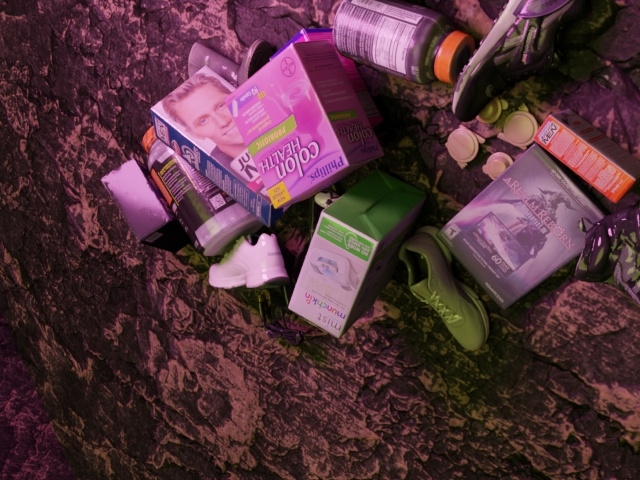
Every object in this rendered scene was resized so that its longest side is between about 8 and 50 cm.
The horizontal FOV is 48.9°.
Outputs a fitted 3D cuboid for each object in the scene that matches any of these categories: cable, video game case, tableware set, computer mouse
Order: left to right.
[{"bbox_3d":[-0.099,0.120,1.704,0.184,0.060,0.262,-3,101,58],"label":"computer mouse"},{"bbox_3d":[0.000,0.000,1.584,0.139,0.072,0.287,4,97,37],"label":"cable"},{"bbox_3d":[0.311,-0.186,1.272,0.141,0.020,0.169,43,127,21],"label":"tableware set"},{"bbox_3d":[0.362,-0.019,1.273,0.196,0.026,0.274,49,131,8],"label":"video game case"}]

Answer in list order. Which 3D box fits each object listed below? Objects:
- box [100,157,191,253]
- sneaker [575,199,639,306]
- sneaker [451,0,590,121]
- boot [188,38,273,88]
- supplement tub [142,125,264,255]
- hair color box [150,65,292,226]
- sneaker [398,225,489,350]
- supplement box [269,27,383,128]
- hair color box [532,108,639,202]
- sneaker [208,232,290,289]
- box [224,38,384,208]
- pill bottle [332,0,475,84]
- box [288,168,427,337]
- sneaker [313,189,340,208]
[{"bbox_3d":[-0.412,-0.080,1.749,0.103,0.261,0.184,-36,81,2],"label":"box"},{"bbox_3d":[0.506,0.072,1.136,0.153,0.101,0.269,-15,92,33],"label":"sneaker"},{"bbox_3d":[0.327,-0.298,1.160,0.124,0.107,0.283,39,123,15],"label":"sneaker"},{"bbox_3d":[-0.210,-0.404,1.602,0.208,0.076,0.190,40,128,30],"label":"boot"},{"bbox_3d":[-0.277,-0.137,1.661,0.193,0.193,0.316,-39,79,41],"label":"supplement tub"},{"bbox_3d":[-0.182,-0.207,1.525,0.347,0.174,0.105,38,155,13],"label":"hair color box"},{"bbox_3d":[0.229,0.106,1.375,0.099,0.121,0.262,-33,83,42],"label":"sneaker"},{"bbox_3d":[0.013,-0.302,1.416,0.111,0.114,0.220,-29,85,41],"label":"supplement box"},{"bbox_3d":[0.437,-0.139,1.134,0.167,0.093,0.053,45,128,19],"label":"hair color box"},{"bbox_3d":[-0.169,0.052,1.651,0.297,0.111,0.129,-9,84,51],"label":"sneaker"},{"bbox_3d":[-0.035,-0.217,1.334,0.213,0.117,0.243,-26,89,42],"label":"box"},{"bbox_3d":[0.153,-0.360,1.268,0.245,0.130,0.130,29,122,29],"label":"pill bottle"},{"bbox_3d":[0.078,0.021,1.366,0.126,0.262,0.231,29,124,14],"label":"box"},{"bbox_3d":[0.035,-0.077,1.496,0.109,0.044,0.040,22,102,1],"label":"sneaker"}]
